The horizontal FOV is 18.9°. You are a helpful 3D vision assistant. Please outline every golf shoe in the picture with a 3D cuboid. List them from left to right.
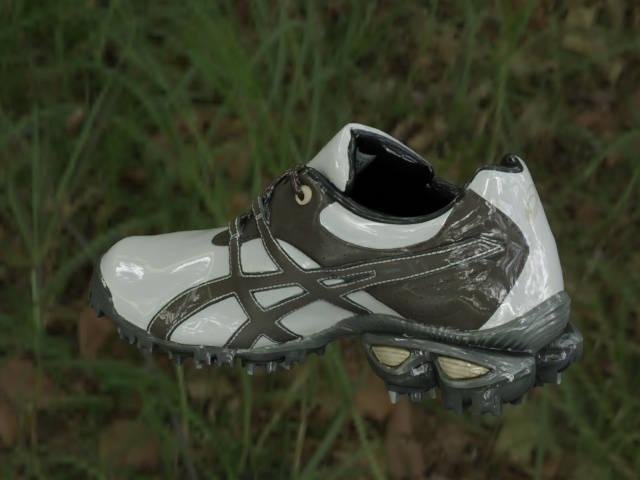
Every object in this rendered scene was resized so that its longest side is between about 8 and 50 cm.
[{"bbox_3d":[0.000,0.000,0.686,0.198,0.094,0.077,5,21,31],"label":"golf shoe"}]
